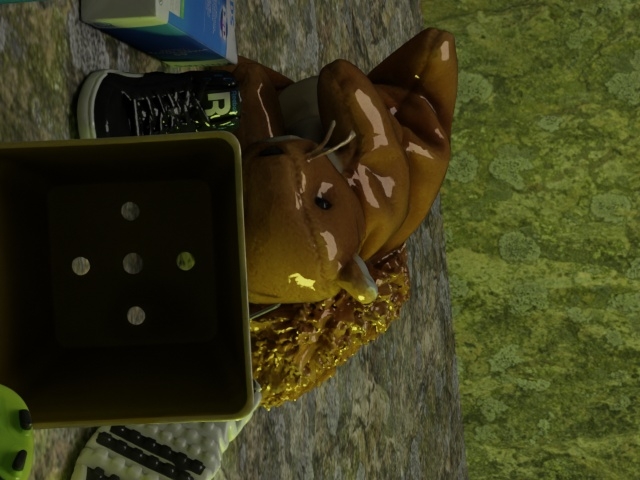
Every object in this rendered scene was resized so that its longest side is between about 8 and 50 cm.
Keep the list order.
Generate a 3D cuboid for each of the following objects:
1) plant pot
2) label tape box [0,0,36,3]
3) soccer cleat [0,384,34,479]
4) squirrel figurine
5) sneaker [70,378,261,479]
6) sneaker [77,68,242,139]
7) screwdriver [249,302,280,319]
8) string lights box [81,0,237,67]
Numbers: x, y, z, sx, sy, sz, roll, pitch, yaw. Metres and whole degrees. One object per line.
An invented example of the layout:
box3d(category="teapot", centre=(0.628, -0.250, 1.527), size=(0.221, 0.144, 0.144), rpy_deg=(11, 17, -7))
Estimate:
box3d(category="plant pot", centre=(-0.158, 0.026, 1.254), size=(0.187, 0.212, 0.212), rpy_deg=(-76, 164, -87))
box3d(category="label tape box", centre=(-0.211, -0.226, 0.969), size=(0.240, 0.106, 0.333), rpy_deg=(-19, 130, -75))
box3d(category="soccer cleat", centre=(-0.260, 0.220, 1.069), size=(0.289, 0.093, 0.121), rpy_deg=(-85, -164, -44))
box3d(category="squirrel figurine", centre=(0.000, 0.000, 1.706), size=(0.370, 0.281, 0.397), rpy_deg=(-75, 164, -63))
box3d(category="sneaker", centre=(-0.146, 0.211, 1.472), size=(0.118, 0.110, 0.292), rpy_deg=(-66, 168, 24))
box3d(category="sneaker", centre=(-0.139, -0.128, 1.492), size=(0.217, 0.121, 0.079), rpy_deg=(-45, 131, -72))
box3d(category="screwdriver", centre=(-0.114, 0.096, 1.525), size=(0.024, 0.170, 0.025), rpy_deg=(63, -20, 9))
box3d(category="string lights box", centre=(-0.151, -0.255, 1.556), size=(0.260, 0.077, 0.133), rpy_deg=(17, 72, -76))
